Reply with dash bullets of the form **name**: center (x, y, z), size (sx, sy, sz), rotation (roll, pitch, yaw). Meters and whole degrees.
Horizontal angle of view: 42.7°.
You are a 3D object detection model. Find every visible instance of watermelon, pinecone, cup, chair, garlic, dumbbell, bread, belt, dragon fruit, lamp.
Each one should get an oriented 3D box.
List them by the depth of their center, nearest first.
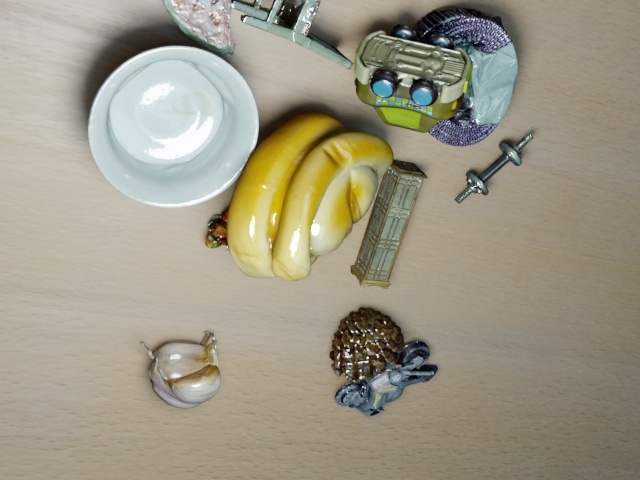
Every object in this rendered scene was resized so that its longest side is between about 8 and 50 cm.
- **watermelon**: center (-0.234, -0.477, 1.693), size (0.187, 0.071, 0.139), rotation (39, 93, -25)
- **chair**: center (-0.036, -0.488, 1.716), size (0.270, 0.136, 0.147), rotation (17, 112, -26)
- **cup**: center (-0.316, -0.257, 1.723), size (0.347, 0.163, 0.347), rotation (-9, 120, -16)
- **bread**: center (-0.024, -0.082, 1.814), size (0.424, 0.245, 0.329), rotation (-52, 160, -34)
- **belt**: center (0.329, -0.380, 1.926), size (0.260, 0.122, 0.325), rotation (-14, 120, -7)
- **dragon fruit**: center (-0.197, -0.037, 1.928), size (0.175, 0.142, 0.138), rotation (-14, 87, 12)
- **garlic**: center (-0.337, 0.287, 2.022), size (0.207, 0.207, 0.257), rotation (-27, 125, -5)
- **lamp**: center (0.169, -0.039, 2.075), size (0.090, 0.089, 0.325), rotation (5, 115, -24)
- **dumbbell**: center (0.445, -0.184, 2.102), size (0.254, 0.081, 0.081), rotation (-42, 124, 5)
- **pinecone**: center (0.120, 0.283, 2.182), size (0.184, 0.179, 0.205), rotation (28, 117, 9)

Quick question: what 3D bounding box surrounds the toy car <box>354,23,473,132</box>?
- **toy car**: center (0.193, -0.331, 1.791), size (0.247, 0.204, 0.198), rotation (15, 142, 9)

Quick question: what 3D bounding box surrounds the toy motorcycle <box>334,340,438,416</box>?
- **toy motorcycle**: center (0.187, 0.400, 2.323), size (0.307, 0.108, 0.173), rotation (-29, 133, -5)
